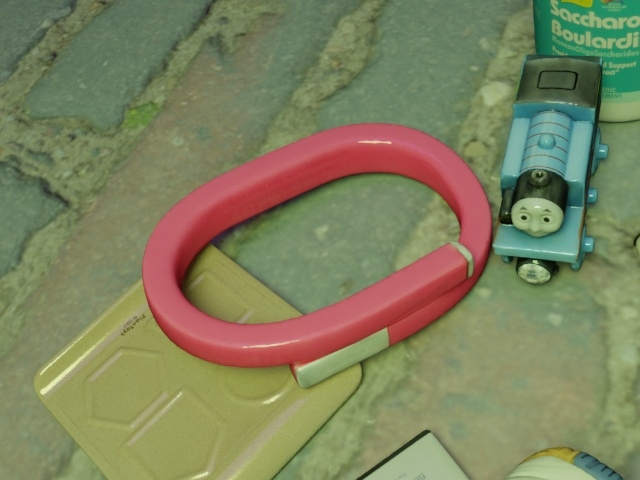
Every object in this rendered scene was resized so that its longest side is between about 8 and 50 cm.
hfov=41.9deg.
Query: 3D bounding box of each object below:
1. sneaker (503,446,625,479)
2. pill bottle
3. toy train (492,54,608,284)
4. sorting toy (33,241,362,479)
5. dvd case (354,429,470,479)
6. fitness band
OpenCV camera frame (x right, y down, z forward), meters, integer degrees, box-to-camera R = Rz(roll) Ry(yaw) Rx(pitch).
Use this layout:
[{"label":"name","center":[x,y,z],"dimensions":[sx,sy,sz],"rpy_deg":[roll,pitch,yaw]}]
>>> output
[{"label":"sneaker","center":[0.187,0.238,0.413],"dimensions":[0.131,0.112,0.296],"rpy_deg":[-34,45,-27]},{"label":"pill bottle","center":[0.242,-0.232,0.670],"dimensions":[0.146,0.264,0.146],"rpy_deg":[-9,51,12]},{"label":"toy train","center":[0.180,-0.058,0.658],"dimensions":[0.080,0.105,0.184],"rpy_deg":[6,55,22]},{"label":"sorting toy","center":[-0.099,0.113,0.665],"dimensions":[0.208,0.038,0.193],"rpy_deg":[36,70,31]},{"label":"dvd case","center":[0.068,0.260,0.504],"dimensions":[0.180,0.022,0.253],"rpy_deg":[-33,51,-9]},{"label":"fitness band","center":[0.000,0.000,0.675],"dimensions":[0.290,0.054,0.209],"rpy_deg":[-25,50,-17]}]
